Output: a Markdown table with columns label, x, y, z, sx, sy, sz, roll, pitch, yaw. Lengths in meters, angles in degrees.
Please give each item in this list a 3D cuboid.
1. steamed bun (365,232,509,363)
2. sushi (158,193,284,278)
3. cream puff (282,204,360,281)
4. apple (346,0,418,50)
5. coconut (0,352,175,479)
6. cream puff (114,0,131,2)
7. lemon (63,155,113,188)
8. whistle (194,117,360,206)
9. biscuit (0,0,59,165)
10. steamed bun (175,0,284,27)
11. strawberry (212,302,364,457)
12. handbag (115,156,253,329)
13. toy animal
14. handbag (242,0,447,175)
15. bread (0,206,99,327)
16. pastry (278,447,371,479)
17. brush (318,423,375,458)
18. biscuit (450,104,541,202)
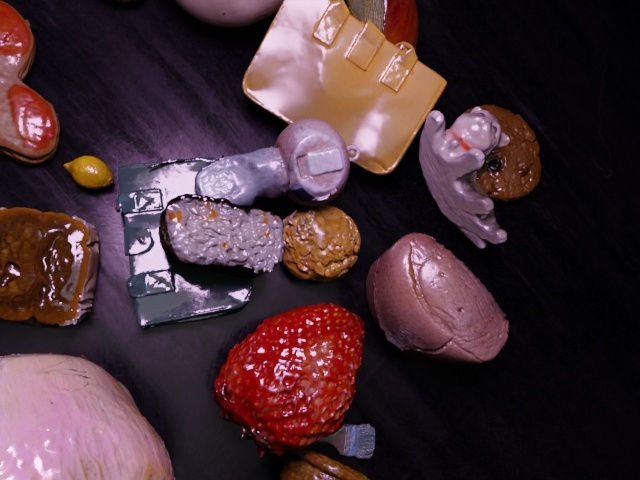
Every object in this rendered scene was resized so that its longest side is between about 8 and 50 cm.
| label | x | y | z | sx | sy | sz | roll | pitch | yaw |
| --- | --- | --- | --- | --- | --- | --- | --- | --- | --- |
| steamed bun | 0.222 | 0.149 | 0.941 | 0.199 | 0.251 | 0.301 | -44 | 90 | -11 |
| sushi | -0.181 | -0.006 | 0.804 | 0.225 | 0.126 | 0.136 | 11 | 71 | -17 |
| cream puff | 0.000 | 0.000 | 0.953 | 0.189 | 0.129 | 0.188 | 5 | 74 | -19 |
| apple | 0.161 | -0.552 | 1.117 | 0.254 | 0.179 | 0.345 | 6 | 73 | -56 |
| coconut | -0.391 | 0.389 | 0.594 | 0.405 | 0.404 | 0.404 | 4 | 77 | -17 |
| cream puff | -0.441 | -0.589 | 0.957 | 0.144 | 0.103 | 0.126 | 44 | 82 | -4 |
| lemon | -0.458 | -0.135 | 0.869 | 0.092 | 0.065 | 0.065 | 19 | 73 | -15 |
| whistle | -0.084 | -0.145 | 0.907 | 0.348 | 0.189 | 0.189 | -16 | 83 | -13 |
| biscuit | -0.709 | -0.252 | 0.786 | 0.394 | 0.076 | 0.367 | -17 | 90 | -23 |
| steamed bun | -0.195 | -0.620 | 0.970 | 0.325 | 0.206 | 0.324 | -1 | 69 | 4 |
| strawberry | -0.039 | 0.237 | 0.818 | 0.239 | 0.250 | 0.288 | 41 | 91 | -3 |
| handbag | -0.273 | -0.001 | 0.887 | 0.239 | 0.089 | 0.326 | -8 | 80 | -18 |
| toy animal | 0.378 | -0.156 | 1.055 | 0.188 | 0.266 | 0.308 | -35 | 71 | -28 |
| handbag | 0.054 | -0.358 | 0.997 | 0.401 | 0.133 | 0.283 | 31 | 107 | -9 |
| bread | -0.510 | 0.048 | 0.786 | 0.192 | 0.110 | 0.209 | 7 | 76 | -15 |
| pastry | 0.005 | 0.462 | 0.820 | 0.189 | 0.189 | 0.103 | 30 | 65 | -9 |
| brush | 0.023 | 0.416 | 0.922 | 0.197 | 0.021 | 0.070 | 11 | 73 | -15 |
| biscuit | 0.485 | -0.240 | 1.192 | 0.296 | 0.075 | 0.295 | 3 | 78 | -17 |
